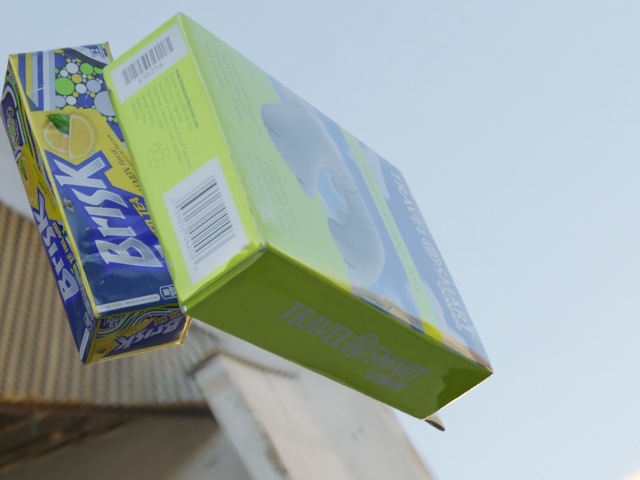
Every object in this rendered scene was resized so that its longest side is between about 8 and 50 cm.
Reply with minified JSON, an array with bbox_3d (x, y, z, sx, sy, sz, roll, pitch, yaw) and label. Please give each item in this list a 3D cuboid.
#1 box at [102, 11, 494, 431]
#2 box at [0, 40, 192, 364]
[{"bbox_3d":[0.000,0.000,0.605,0.042,0.109,0.178,-34,-34,19],"label":"box"},{"bbox_3d":[-0.120,-0.022,0.863,0.059,0.169,0.054,-11,-28,-23],"label":"box"}]
